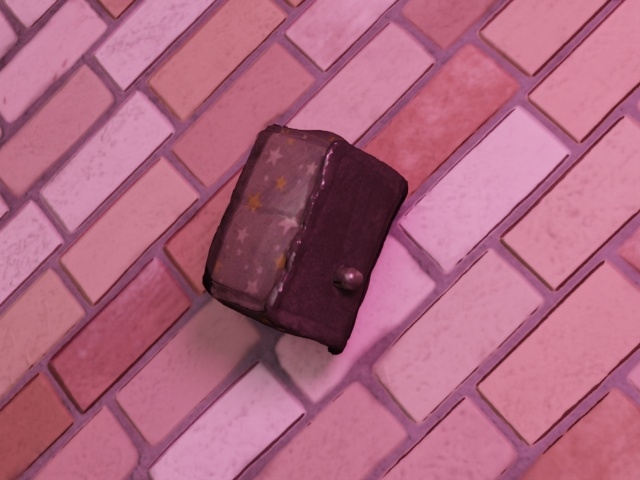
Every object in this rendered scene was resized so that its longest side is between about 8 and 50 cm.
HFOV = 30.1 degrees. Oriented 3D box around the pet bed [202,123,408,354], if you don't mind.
[{"bbox_3d":[0.000,0.000,1.252,0.159,0.183,0.211,19,81,30],"label":"pet bed"}]
